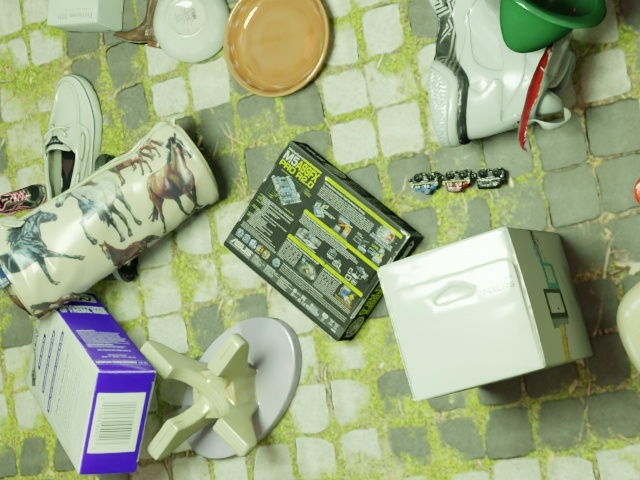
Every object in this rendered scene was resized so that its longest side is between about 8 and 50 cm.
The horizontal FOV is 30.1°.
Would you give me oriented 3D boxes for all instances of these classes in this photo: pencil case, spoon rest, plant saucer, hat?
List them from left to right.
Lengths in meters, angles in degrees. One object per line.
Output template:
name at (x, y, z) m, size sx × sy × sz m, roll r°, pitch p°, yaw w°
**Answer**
pencil case at (-0.366, -0.043, 1.987) m, size 0.410 × 0.183 × 0.160 m, roll -34°, pitch 32°, yaw -6°
spoon rest at (-0.236, -0.446, 2.060) m, size 0.137 × 0.084 × 0.276 m, roll -10°, pitch 93°, yaw 6°
plant saucer at (-0.069, -0.338, 1.995) m, size 0.200 × 0.037 × 0.200 m, roll -1°, pitch 88°, yaw 27°
hat at (0.284, -0.282, 1.679) m, size 0.173 × 0.208 × 0.183 m, roll 30°, pitch 131°, yaw 7°

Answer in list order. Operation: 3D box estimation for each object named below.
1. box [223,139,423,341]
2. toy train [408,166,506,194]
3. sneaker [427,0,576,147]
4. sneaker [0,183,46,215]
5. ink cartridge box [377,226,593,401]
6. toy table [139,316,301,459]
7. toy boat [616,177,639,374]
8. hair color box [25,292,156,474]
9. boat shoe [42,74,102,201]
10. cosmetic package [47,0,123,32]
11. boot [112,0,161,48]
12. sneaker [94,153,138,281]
box at (0.000, 0.000, 1.937) m, size 0.270 × 0.060 × 0.216 m, roll 39°, pitch 104°, yaw 22°
toy train at (0.213, -0.092, 1.855) m, size 0.158 × 0.027 × 0.036 m, roll -2°, pitch 98°, yaw 26°
sneaker at (0.271, -0.324, 1.780) m, size 0.210 × 0.137 × 0.366 m, roll -2°, pitch 81°, yaw 16°
sneaker at (-0.568, -0.076, 2.221) m, size 0.119 × 0.057 × 0.047 m, roll -19°, pitch 78°, yaw 23°
ink cartridge box at (0.241, 0.103, 1.697) m, size 0.198 × 0.270 × 0.197 m, roll -19°, pitch 80°, yaw 25°
toy table at (-0.167, 0.247, 1.956) m, size 0.252 × 0.161 × 0.274 m, roll 30°, pitch 102°, yaw 24°
toy boat at (0.524, 0.042, 1.646) m, size 0.267 × 0.148 × 0.318 m, roll -24°, pitch 86°, yaw 29°
hair color box at (-0.392, 0.230, 1.996) m, size 0.339 × 0.110 × 0.185 m, roll 36°, pitch 117°, yaw 54°
boat shoe at (-0.460, -0.171, 2.153) m, size 0.096 × 0.088 × 0.268 m, roll 2°, pitch 89°, yaw 26°
cosmetic package at (-0.420, -0.497, 2.148) m, size 0.117 × 0.085 × 0.231 m, roll 2°, pitch 88°, yaw 27°
boot at (-0.312, -0.405, 2.116) m, size 0.106 × 0.037 × 0.114 m, roll 13°, pitch 97°, yaw 13°
sneaker at (-0.394, -0.036, 2.122) m, size 0.106 × 0.078 × 0.234 m, roll -9°, pitch 86°, yaw 23°
